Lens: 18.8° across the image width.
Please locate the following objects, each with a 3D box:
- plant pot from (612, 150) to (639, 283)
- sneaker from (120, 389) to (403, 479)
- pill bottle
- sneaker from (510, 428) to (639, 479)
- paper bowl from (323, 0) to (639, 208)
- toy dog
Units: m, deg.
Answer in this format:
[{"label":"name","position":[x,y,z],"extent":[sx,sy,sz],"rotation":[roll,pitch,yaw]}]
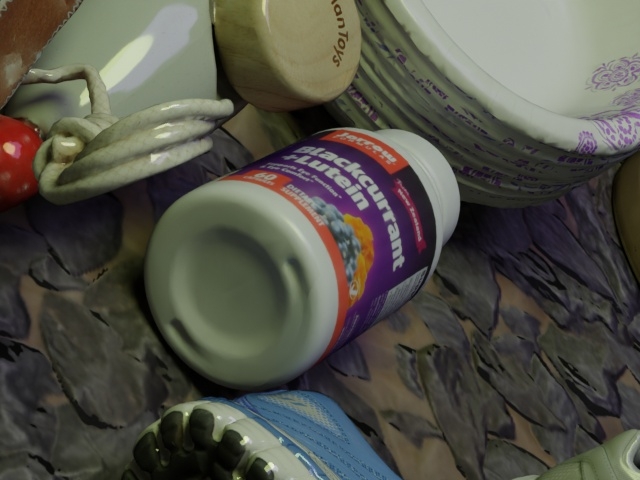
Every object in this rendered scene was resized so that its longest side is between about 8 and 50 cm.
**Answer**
[{"label":"plant pot","position":[0.337,0.006,1.441],"extent":[0.237,0.110,0.237],"rotation":[31,39,-29]},{"label":"sneaker","position":[0.053,0.199,0.885],"extent":[0.147,0.130,0.330],"rotation":[-21,75,-54]},{"label":"pill bottle","position":[0.000,0.000,1.031],"extent":[0.108,0.108,0.193],"rotation":[54,32,4]},{"label":"sneaker","position":[0.224,0.178,1.122],"extent":[0.262,0.121,0.099],"rotation":[20,43,-41]},{"label":"paper bowl","position":[0.091,-0.154,1.227],"extent":[0.284,0.148,0.284],"rotation":[19,54,-29]},{"label":"toy dog","position":[-0.124,-0.105,0.913],"extent":[0.161,0.220,0.333],"rotation":[71,20,-5]}]
